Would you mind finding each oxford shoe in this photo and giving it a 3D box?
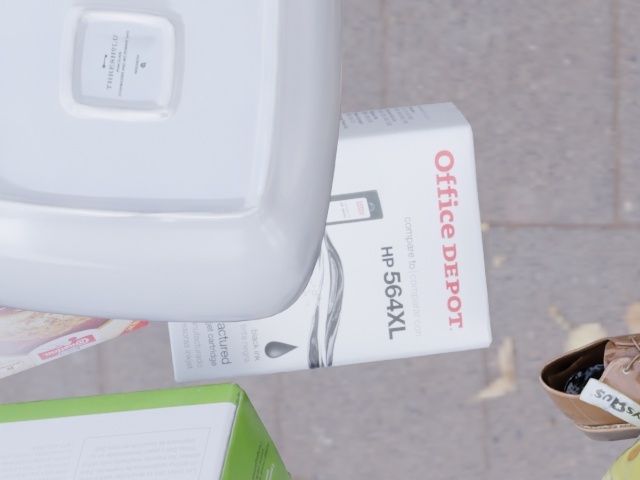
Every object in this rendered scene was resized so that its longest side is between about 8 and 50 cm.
[{"bbox_3d":[0.246,0.094,1.366,0.212,0.076,0.076,-21,44,42],"label":"oxford shoe"}]

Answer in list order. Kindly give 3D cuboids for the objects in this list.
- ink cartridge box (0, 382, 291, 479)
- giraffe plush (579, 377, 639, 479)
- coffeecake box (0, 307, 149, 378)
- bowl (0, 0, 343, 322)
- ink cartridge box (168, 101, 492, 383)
[{"bbox_3d":[-0.135,0.212,1.054,0.189,0.097,0.255,-7,47,19],"label":"ink cartridge box"},{"bbox_3d":[0.239,0.179,1.180,0.210,0.170,0.181,14,128,16],"label":"giraffe plush"},{"bbox_3d":[-0.229,0.032,1.532,0.142,0.185,0.068,-20,66,-2],"label":"coffeecake box"},{"bbox_3d":[-0.061,-0.049,0.584,0.053,0.142,0.142,130,144,-78],"label":"bowl"},{"bbox_3d":[0.000,0.000,1.217,0.203,0.086,0.148,-7,103,-2],"label":"ink cartridge box"}]
